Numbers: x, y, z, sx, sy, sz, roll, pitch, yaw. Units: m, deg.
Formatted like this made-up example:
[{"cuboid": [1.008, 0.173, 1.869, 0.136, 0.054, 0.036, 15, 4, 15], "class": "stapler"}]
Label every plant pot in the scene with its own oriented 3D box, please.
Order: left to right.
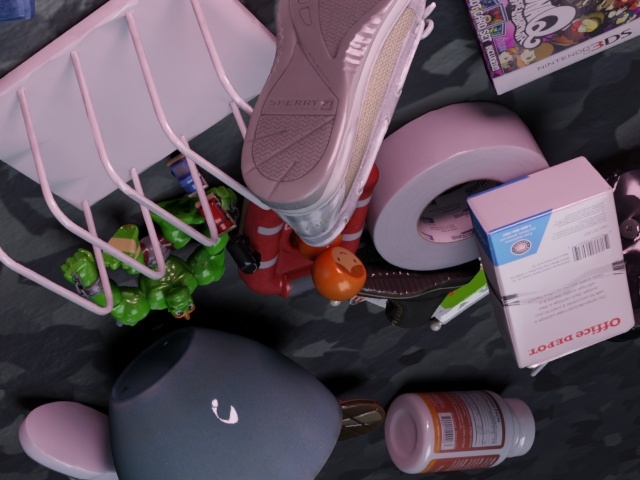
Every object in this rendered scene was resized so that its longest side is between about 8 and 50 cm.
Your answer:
[{"cuboid": [-0.147, 0.221, 1.560, 0.290, 0.290, 0.195, -33, 110, 16], "class": "plant pot"}]

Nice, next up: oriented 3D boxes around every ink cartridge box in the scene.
[{"cuboid": [0.264, 0.028, 1.454, 0.148, 0.086, 0.203, -20, 125, -3], "class": "ink cartridge box"}]

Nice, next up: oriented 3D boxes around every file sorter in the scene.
[{"cuboid": [-0.161, -0.086, 1.179, 0.278, 0.173, 0.193, -32, 145, 15], "class": "file sorter"}]

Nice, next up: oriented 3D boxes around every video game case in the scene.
[{"cuboid": [0.242, -0.257, 1.239, 0.210, 0.042, 0.232, -23, 148, 6], "class": "video game case"}]

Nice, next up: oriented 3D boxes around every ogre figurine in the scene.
[{"cuboid": [-0.174, 0.023, 1.398, 0.197, 0.097, 0.118, -43, 141, -27], "class": "ogre figurine"}]

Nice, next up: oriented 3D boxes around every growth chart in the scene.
[{"cuboid": [0.144, 0.052, 1.670, 0.237, 0.021, 0.172, 19, 128, -45], "class": "growth chart"}]

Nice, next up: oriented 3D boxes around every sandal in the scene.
[{"cuboid": [-0.018, 0.253, 1.833, 0.219, 0.060, 0.090, -14, 142, 15], "class": "sandal"}]

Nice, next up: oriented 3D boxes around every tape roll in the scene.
[{"cuboid": [0.153, -0.060, 1.474, 0.219, 0.072, 0.219, -15, 145, -11], "class": "tape roll"}]

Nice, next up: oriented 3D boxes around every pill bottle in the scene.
[{"cuboid": [0.216, 0.290, 1.946, 0.216, 0.121, 0.121, 2, 139, -30], "class": "pill bottle"}]

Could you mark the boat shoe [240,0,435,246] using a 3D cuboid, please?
[{"cuboid": [0.025, -0.152, 1.096, 0.118, 0.320, 0.103, 5, 155, 25], "class": "boat shoe"}]

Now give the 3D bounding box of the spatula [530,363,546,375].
[{"cuboid": [0.365, 0.083, 1.746, 0.019, 0.168, 0.242, 35, 133, -2], "class": "spatula"}]

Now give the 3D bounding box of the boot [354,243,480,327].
[{"cuboid": [0.089, 0.071, 1.584, 0.198, 0.077, 0.137, 0, 145, -28], "class": "boot"}]

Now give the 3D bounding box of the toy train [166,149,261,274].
[{"cuboid": [-0.112, -0.029, 1.338, 0.027, 0.036, 0.158, -30, 107, 15], "class": "toy train"}]

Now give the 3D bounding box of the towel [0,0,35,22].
[{"cuboid": [-0.301, -0.206, 1.065, 0.119, 0.029, 0.067, -10, 144, -16], "class": "towel"}]

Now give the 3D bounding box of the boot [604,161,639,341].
[{"cuboid": [0.433, -0.004, 1.548, 0.246, 0.207, 0.094, -19, 160, 27], "class": "boot"}]

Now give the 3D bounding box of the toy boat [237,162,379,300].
[{"cuboid": [0.000, 0.000, 1.390, 0.151, 0.151, 0.231, -18, 148, -22], "class": "toy boat"}]

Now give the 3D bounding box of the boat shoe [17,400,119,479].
[{"cuboid": [-0.295, 0.291, 1.696, 0.102, 0.108, 0.301, -40, 149, 23], "class": "boat shoe"}]
